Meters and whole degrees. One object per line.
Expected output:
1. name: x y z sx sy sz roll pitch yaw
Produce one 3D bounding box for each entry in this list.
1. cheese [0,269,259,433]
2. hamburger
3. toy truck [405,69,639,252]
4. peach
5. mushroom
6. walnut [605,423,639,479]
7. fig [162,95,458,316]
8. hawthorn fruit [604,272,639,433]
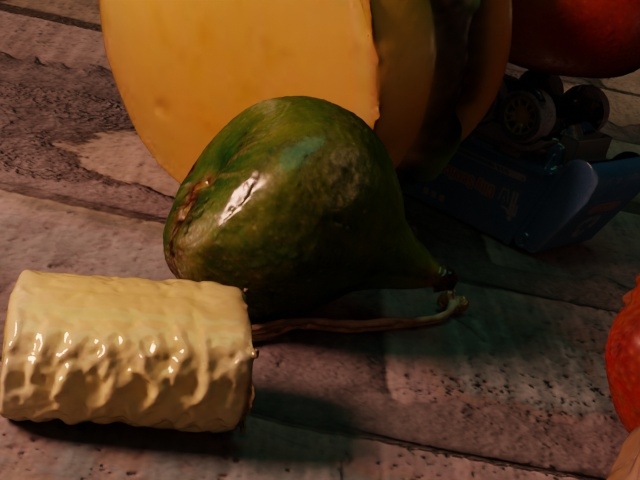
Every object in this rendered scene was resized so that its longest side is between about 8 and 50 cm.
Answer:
1. cheese: -0.133 0.078 0.907 0.167 0.094 0.123 5 32 -11
2. hamburger: -0.004 -0.213 1.318 0.396 0.395 0.277 27 37 31
3. toy truck: 0.180 -0.121 1.483 0.367 0.175 0.146 30 25 36
4. peach: 0.258 -0.291 1.412 0.281 0.281 0.238 20 66 9
5. mushroom: 0.025 0.069 1.123 0.286 0.026 0.028 -8 13 -40
6. walnut: 0.257 0.188 0.671 0.273 0.227 0.273 11 25 -5
7. fig: 0.000 0.000 1.111 0.235 0.203 0.203 36 12 -24
8. hawthorn fruit: 0.341 0.102 0.983 0.253 0.205 0.205 30 26 27
